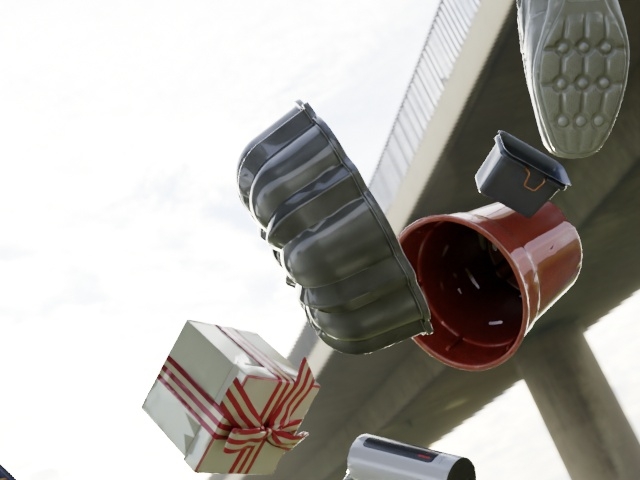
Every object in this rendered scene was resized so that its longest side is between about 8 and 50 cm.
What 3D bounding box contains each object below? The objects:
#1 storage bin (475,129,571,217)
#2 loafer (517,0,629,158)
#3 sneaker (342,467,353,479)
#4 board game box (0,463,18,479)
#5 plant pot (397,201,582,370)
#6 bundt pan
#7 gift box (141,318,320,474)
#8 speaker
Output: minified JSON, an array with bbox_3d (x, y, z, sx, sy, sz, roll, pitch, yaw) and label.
[{"bbox_3d":[0.324,-0.098,1.488,0.135,0.098,0.091,25,-60,-16],"label":"storage bin"},{"bbox_3d":[0.279,-0.248,1.034,0.112,0.319,0.111,1,-4,-2],"label":"loafer"},{"bbox_3d":[0.073,0.428,1.620,0.121,0.099,0.262,-29,-7,-18],"label":"sneaker"},{"bbox_3d":[-0.578,0.348,1.487,0.042,0.165,0.243,-47,16,-26],"label":"board game box"},{"bbox_3d":[0.304,0.051,1.591,0.265,0.272,0.272,-24,-16,-44],"label":"plant pot"},{"bbox_3d":[0.000,0.000,1.112,0.124,0.331,0.331,-29,-23,-5],"label":"bundt pan"},{"bbox_3d":[-0.173,0.310,1.847,0.255,0.258,0.276,11,-70,-48],"label":"gift box"},{"bbox_3d":[0.096,0.244,0.967,0.055,0.055,0.136,4,-1,-45],"label":"speaker"}]
